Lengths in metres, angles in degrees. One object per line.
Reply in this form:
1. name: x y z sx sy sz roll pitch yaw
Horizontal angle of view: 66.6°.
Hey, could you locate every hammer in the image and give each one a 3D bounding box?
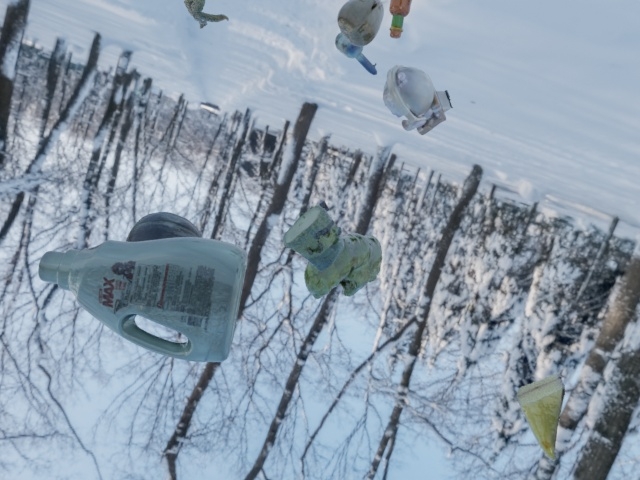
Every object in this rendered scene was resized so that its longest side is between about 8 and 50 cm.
1. hammer: 0.134 -0.628 1.663 0.194 0.069 0.116 30 -162 -42

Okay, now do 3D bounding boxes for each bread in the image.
1. bread: 0.636 0.482 1.325 0.178 0.135 0.240 66 -163 15

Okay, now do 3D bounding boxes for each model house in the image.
1. model house: 0.000 0.000 0.718 0.083 0.079 0.066 43 -166 -21

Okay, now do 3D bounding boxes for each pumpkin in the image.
1. pumpkin: -0.465 0.072 1.439 0.242 0.323 0.323 7 -169 -10

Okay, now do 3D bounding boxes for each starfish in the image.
1. starfish: -0.377 -0.709 1.460 0.176 0.053 0.208 45 164 -35

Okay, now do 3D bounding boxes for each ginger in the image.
1. ginger: 0.058 0.053 1.022 0.089 0.137 0.290 29 -170 24

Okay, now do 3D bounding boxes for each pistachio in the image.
1. pistachio: 0.098 -0.531 1.161 0.113 0.149 0.113 23 156 11

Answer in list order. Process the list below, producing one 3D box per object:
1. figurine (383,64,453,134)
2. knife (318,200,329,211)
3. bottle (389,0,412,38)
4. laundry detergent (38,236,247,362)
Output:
1. figurine: 0.229 -0.357 1.232 0.141 0.162 0.237 -21 166 32
2. knife: 0.007 -0.087 1.265 0.031 0.018 0.121 54 179 -6
3. bottle: 0.247 -0.728 1.516 0.069 0.186 0.069 9 -169 -2
4. laundry detergent: -0.368 0.105 1.011 0.398 0.263 0.124 10 -171 -6
